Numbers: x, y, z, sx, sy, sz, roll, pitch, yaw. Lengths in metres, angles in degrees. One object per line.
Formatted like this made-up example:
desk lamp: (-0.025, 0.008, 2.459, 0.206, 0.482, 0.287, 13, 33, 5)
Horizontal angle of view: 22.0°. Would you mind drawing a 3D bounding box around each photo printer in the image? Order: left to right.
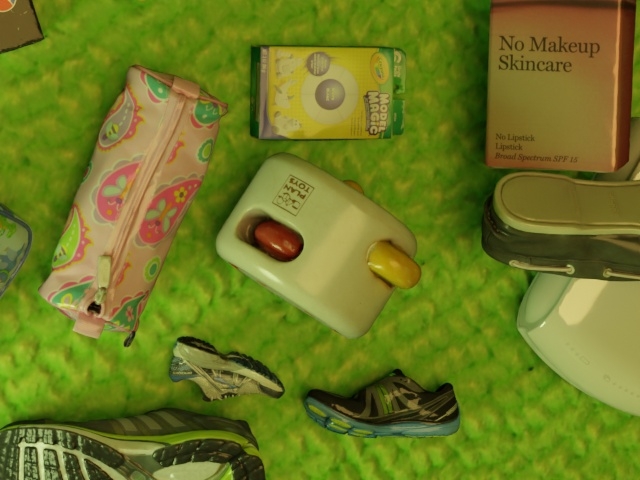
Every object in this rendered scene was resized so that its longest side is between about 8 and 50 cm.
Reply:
photo printer: (0.390, 0.047, 1.932, 0.256, 0.107, 0.307, 32, 88, -19)

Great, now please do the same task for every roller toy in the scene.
roller toy: (0.000, 0.000, 1.753, 0.191, 0.209, 0.146, 33, 87, -14)

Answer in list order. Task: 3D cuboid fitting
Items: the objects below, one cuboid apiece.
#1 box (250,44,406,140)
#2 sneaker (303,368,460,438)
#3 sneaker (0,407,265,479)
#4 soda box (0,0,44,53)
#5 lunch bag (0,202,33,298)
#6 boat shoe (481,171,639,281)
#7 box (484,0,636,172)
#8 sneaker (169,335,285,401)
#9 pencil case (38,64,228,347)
box: (0.014, -0.163, 1.815, 0.179, 0.043, 0.105, -2, 99, -19)
sneaker: (0.069, 0.185, 1.883, 0.188, 0.067, 0.078, 4, 76, -17)
sneaker: (-0.206, 0.234, 1.775, 0.300, 0.121, 0.111, 4, 105, 1)
soda box: (-0.337, -0.277, 1.679, 0.060, 0.053, 0.169, -20, 103, -14)
lunch bag: (-0.399, 0.042, 1.656, 0.219, 0.090, 0.176, -57, 150, -1)
boat shoe: (0.340, -0.006, 1.820, 0.335, 0.095, 0.112, 8, 53, -6)
box: (0.266, -0.196, 1.817, 0.149, 0.127, 0.232, 3, 99, 17)
sneaker: (-0.106, 0.153, 1.826, 0.135, 0.052, 0.058, 22, 101, -12)
pencil case: (-0.197, -0.038, 1.726, 0.124, 0.124, 0.284, 23, 90, -20)
